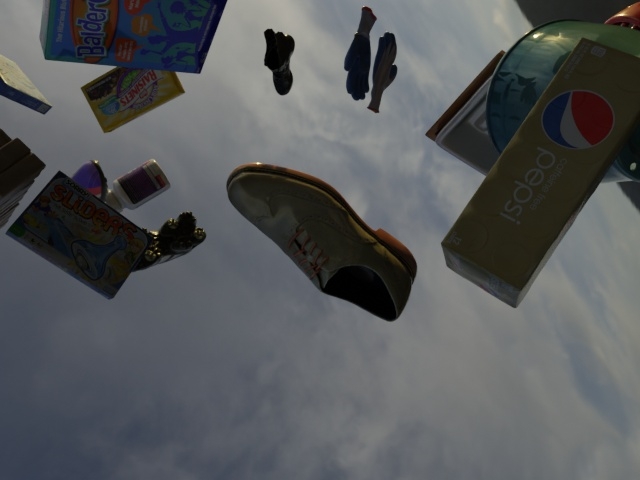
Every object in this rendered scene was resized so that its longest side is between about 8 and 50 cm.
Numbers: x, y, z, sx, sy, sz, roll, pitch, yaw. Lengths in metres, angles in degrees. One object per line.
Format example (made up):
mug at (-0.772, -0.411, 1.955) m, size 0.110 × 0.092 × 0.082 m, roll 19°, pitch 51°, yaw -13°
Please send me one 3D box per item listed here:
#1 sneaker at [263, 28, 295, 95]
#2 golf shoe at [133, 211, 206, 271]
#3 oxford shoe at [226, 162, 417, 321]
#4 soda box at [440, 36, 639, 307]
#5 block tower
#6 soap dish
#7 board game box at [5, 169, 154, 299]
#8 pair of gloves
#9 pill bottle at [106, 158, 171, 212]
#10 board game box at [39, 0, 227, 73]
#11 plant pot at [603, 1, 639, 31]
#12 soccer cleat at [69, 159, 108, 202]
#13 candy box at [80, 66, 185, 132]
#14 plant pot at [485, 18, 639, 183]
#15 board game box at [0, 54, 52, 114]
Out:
sneaker at (-0.096, -0.390, 1.201) m, size 0.051 × 0.170 × 0.089 m, roll 22°, pitch -138°, yaw 13°
golf shoe at (-0.378, 0.025, 1.165) m, size 0.272 × 0.120 × 0.105 m, roll -16°, pitch -107°, yaw -43°
oxford shoe at (0.000, 0.000, 0.960) m, size 0.397 × 0.140 × 0.146 m, roll 29°, pitch -145°, yaw -5°
soda box at (0.160, -0.046, 0.381) m, size 0.181 × 0.061 × 0.058 m, roll -54°, pitch -24°, yaw -6°
block tower at (-0.582, -0.077, 0.935) m, size 0.091 × 0.335 × 0.097 m, roll 49°, pitch -132°, yaw -16°
soap dish at (0.401, -0.232, 1.109) m, size 0.290 × 0.229 × 0.118 m, roll 29°, pitch -132°, yaw -11°
board game box at (-0.415, -0.007, 0.952) m, size 0.201 × 0.035 × 0.136 m, roll 39°, pitch -120°, yaw -23°
pair of gloves at (0.099, -0.325, 1.005) m, size 0.198 × 0.023 × 0.159 m, roll 7°, pitch -84°, yaw -61°
pill bottle at (-0.577, -0.163, 1.693) m, size 0.193 × 0.108 × 0.108 m, roll -34°, pitch -78°, yaw -14°
board game box at (-0.234, -0.295, 0.690) m, size 0.210 × 0.160 × 0.047 m, roll -6°, pitch -120°, yaw -34°
plant pot at (0.673, -0.391, 1.049) m, size 0.191 × 0.174 × 0.191 m, roll 57°, pitch -178°, yaw -3°
soccer cleat at (-0.656, -0.112, 1.423) m, size 0.116 × 0.318 × 0.109 m, roll -18°, pitch -96°, yaw -44°
candy box at (-0.385, -0.308, 1.109) m, size 0.105 × 0.205 × 0.027 m, roll 65°, pitch -160°, yaw -13°
plant pot at (0.446, -0.205, 0.853) m, size 0.272 × 0.271 × 0.255 m, roll 49°, pitch -177°, yaw -24°
board game box at (-0.415, -0.216, 0.718) m, size 0.090 × 0.020 × 0.090 m, roll 49°, pitch -176°, yaw 8°
